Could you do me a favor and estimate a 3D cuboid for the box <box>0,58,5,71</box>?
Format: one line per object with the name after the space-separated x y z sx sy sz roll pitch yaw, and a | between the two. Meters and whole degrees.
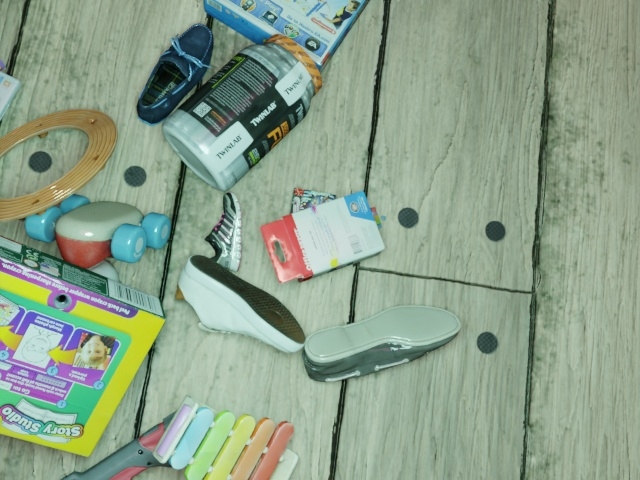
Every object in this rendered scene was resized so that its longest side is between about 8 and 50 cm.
-0.842 -0.331 1.458 0.201 0.057 0.293 37 76 1 | box

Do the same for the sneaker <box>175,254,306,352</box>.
-0.165 0.153 1.413 0.290 0.106 0.123 34 112 10 | sneaker

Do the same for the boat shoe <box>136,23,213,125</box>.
-0.305 -0.363 1.509 0.109 0.089 0.258 24 76 -1 | boat shoe

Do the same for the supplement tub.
-0.156 -0.271 1.454 0.193 0.193 0.316 43 78 4 | supplement tub

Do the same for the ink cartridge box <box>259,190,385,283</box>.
0.000 0.000 1.444 0.231 0.078 0.134 -18 82 -11 | ink cartridge box

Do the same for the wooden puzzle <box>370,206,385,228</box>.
0.104 -0.044 1.531 0.083 0.006 0.049 -17 81 -10 | wooden puzzle

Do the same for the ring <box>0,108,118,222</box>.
-0.553 -0.148 1.376 0.337 0.032 0.336 -10 44 10 | ring

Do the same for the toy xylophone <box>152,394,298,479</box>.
-0.190 0.419 1.297 0.323 0.081 0.236 31 79 -42 | toy xylophone

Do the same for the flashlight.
-0.367 0.444 1.334 0.304 0.103 0.103 -34 55 -8 | flashlight

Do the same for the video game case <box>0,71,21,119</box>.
-0.754 -0.288 1.419 0.212 0.023 0.193 25 77 -5 | video game case

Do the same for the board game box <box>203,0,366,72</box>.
-0.055 -0.573 1.584 0.308 0.086 0.302 33 76 1 | board game box

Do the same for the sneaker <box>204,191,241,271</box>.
-0.205 -0.019 1.461 0.075 0.063 0.170 1 83 -13 | sneaker

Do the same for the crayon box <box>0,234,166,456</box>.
-0.512 0.188 1.239 0.363 0.106 0.313 26 100 -27 | crayon box

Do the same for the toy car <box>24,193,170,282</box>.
-0.443 0.052 1.386 0.219 0.210 0.238 13 106 9 | toy car

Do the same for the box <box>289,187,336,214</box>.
-0.022 -0.039 1.505 0.094 0.027 0.137 9 78 -4 | box

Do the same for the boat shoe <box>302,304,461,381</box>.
0.124 0.215 1.447 0.335 0.095 0.112 -10 44 -12 | boat shoe
